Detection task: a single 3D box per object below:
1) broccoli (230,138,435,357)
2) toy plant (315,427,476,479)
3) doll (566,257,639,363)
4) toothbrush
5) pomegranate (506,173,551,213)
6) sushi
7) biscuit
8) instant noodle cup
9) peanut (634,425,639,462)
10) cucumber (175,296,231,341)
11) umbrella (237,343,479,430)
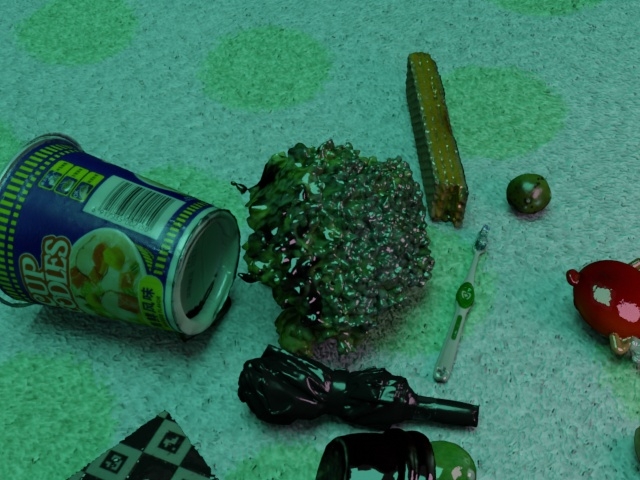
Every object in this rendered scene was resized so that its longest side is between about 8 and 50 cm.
[{"bbox_3d":[0.002,-0.010,1.585,0.281,0.293,0.348,-17,19,45],"label":"broccoli"},{"bbox_3d":[0.117,0.335,1.314,0.235,0.175,0.218,16,39,-14],"label":"toy plant"},{"bbox_3d":[0.459,0.101,1.543,0.217,0.085,0.183,14,50,-4],"label":"doll"},{"bbox_3d":[0.220,0.094,1.613,0.030,0.030,0.304,11,52,16],"label":"toothbrush"},{"bbox_3d":[0.339,-0.078,1.733,0.073,0.073,0.084,-21,13,-13],"label":"pomegranate"},{"bbox_3d":[-0.242,0.405,1.350,0.294,0.059,0.292,-32,53,-21],"label":"sushi"},{"bbox_3d":[0.196,-0.183,1.824,0.054,0.094,0.378,-2,48,-4],"label":"biscuit"},{"bbox_3d":[-0.298,0.007,1.574,0.312,0.284,0.284,16,51,20],"label":"instant noodle cup"},{"bbox_3d":[0.467,0.295,1.366,0.076,0.076,0.152,-22,44,-14],"label":"peanut"},{"bbox_3d":[-0.191,0.106,1.637,0.107,0.035,0.067,-33,51,-24],"label":"cucumber"},{"bbox_3d":[0.052,0.221,1.472,0.340,0.118,0.118,10,49,2],"label":"umbrella"}]
